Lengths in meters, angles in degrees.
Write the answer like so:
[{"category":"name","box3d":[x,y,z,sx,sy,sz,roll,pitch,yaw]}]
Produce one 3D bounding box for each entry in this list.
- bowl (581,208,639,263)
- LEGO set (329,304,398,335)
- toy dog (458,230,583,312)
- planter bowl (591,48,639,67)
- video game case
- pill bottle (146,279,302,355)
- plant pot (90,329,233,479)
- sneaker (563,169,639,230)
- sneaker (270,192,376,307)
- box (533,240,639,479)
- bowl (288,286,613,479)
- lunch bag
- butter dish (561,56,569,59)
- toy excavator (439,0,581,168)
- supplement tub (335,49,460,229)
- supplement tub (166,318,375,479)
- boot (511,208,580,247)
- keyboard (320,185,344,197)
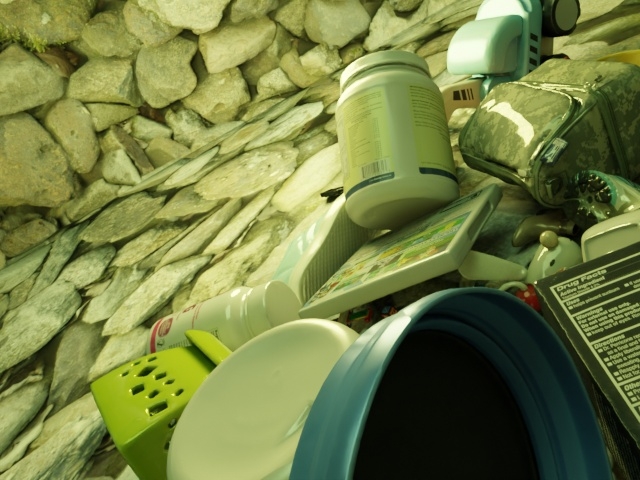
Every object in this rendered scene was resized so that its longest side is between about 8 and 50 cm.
[{"category":"bowl","box3d":[0.415,0.031,0.748,0.053,0.142,0.142,0,-15,-26]},{"category":"LEGO set","box3d":[0.034,0.195,1.004,0.244,0.060,0.182,-45,28,-1]},{"category":"toy dog","box3d":[0.251,0.086,0.819,0.220,0.161,0.333,-5,37,40]},{"category":"planter bowl","box3d":[0.632,-0.304,1.158,0.217,0.090,0.217,-18,34,13]},{"category":"video game case","box3d":[0.149,0.024,1.017,0.329,0.036,0.300,-26,10,38]},{"category":"pill bottle","box3d":[-0.181,0.184,1.078,0.283,0.160,0.160,-23,28,23]},{"category":"plant pot","box3d":[-0.196,0.286,0.880,0.207,0.228,0.227,-34,26,-23]},{"category":"sneaker","box3d":[0.491,-0.018,0.810,0.122,0.110,0.283,-2,39,-18]},{"category":"sneaker","box3d":[0.000,0.000,1.253,0.150,0.135,0.366,1,40,42]},{"category":"box","box3d":[0.422,0.129,0.547,0.296,0.182,0.294,-23,29,12]},{"category":"bowl","box3d":[0.128,0.234,0.453,0.077,0.391,0.391,-17,28,45]},{"category":"lunch bag","box3d":[0.430,-0.191,1.044,0.256,0.212,0.305,-32,26,-2]},{"category":"butter dish","box3d":[0.516,-0.303,1.263,0.160,0.160,0.118,-34,69,-8]},{"category":"toy excavator","box3d":[0.389,-0.391,1.381,0.445,0.432,0.222,-11,18,-26]},{"category":"supplement tub","box3d":[0.156,-0.206,1.183,0.235,0.235,0.324,-15,70,29]},{"category":"supplement tub","box3d":[0.020,0.264,0.579,0.228,0.316,0.228,-26,26,14]},{"category":"boot","box3d":[0.404,-0.022,0.978,0.118,0.042,0.087,-43,31,-21]},{"category":"keyboard","box3d":[0.085,-0.134,1.519,0.192,0.038,0.100,-11,10,36]}]
